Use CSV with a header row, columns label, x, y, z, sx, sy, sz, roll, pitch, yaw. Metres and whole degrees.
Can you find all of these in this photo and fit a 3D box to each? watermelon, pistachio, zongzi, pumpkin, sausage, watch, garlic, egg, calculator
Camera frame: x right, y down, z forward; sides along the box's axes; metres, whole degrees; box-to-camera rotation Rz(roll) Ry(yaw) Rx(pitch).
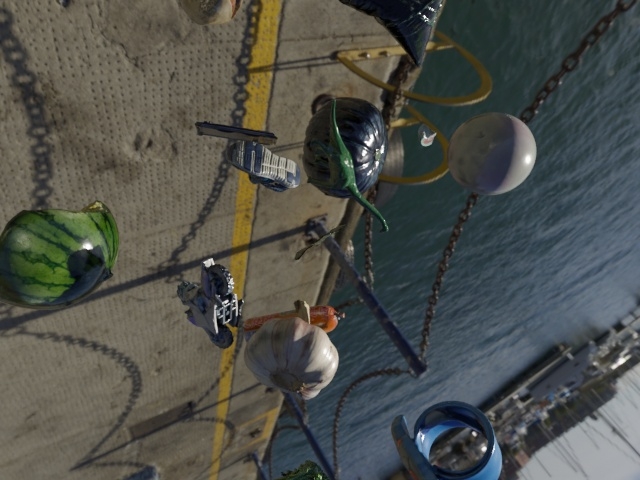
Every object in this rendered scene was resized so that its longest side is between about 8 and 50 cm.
label,x,y,z,sx,sy,sz,roll,pitch,yaw
watermelon,0.384,-0.377,1.687,0.061,0.085,0.085,-16,159,28
pistachio,-0.280,-0.630,1.215,0.144,0.215,0.143,-9,105,-35
zongzi,0.278,-0.700,1.335,0.383,0.319,0.362,-43,132,11
pumpkin,0.089,-0.327,1.691,0.363,0.266,0.363,-50,152,-40
sausage,-0.077,0.258,1.446,0.312,0.092,0.093,-13,153,15
watch,0.370,0.605,1.398,0.275,0.305,0.241,-32,126,-4
watermelon,-0.608,0.055,1.126,0.330,0.189,0.331,-54,172,-11
garlic,-0.068,0.270,1.259,0.245,0.253,0.245,6,136,6
egg,0.214,-0.109,0.596,0.103,0.103,0.135,-39,-174,7
calculator,-0.287,-0.363,1.612,0.274,0.028,0.166,7,179,-9

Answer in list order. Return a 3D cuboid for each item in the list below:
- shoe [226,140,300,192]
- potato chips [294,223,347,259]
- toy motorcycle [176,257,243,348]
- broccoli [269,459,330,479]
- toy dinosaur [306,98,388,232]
label,x,y,z,sx,sy,sz,roll,pitch,yaw
shoe,-0.154,-0.180,1.213,0.207,0.091,0.106,22,146,-35
potato chips,0.000,0.000,1.600,0.209,0.026,0.142,-34,179,-19
toy motorcycle,-0.291,0.138,1.154,0.108,0.204,0.239,-11,123,-55
broccoli,-0.078,0.709,1.190,0.245,0.265,0.294,26,71,-32
toy dinosaur,0.111,-0.211,1.479,0.447,0.301,0.087,99,15,-49
